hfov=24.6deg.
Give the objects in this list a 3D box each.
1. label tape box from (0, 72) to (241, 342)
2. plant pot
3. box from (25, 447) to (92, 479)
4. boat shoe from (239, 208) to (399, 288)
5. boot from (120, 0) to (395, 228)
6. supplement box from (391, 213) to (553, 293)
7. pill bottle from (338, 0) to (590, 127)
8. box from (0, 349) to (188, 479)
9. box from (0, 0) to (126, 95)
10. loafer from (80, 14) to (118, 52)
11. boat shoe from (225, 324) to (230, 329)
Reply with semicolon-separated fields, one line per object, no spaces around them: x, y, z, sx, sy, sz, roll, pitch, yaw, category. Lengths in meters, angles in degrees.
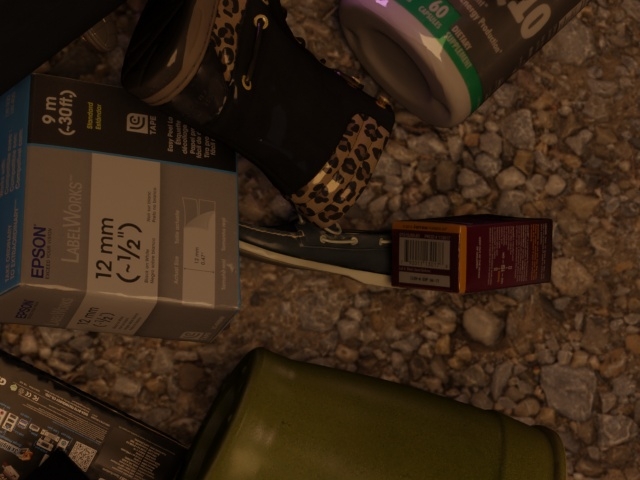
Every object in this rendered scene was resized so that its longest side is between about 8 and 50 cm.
-0.263;-0.039;1.559;0.348;0.115;0.249;8;64;-22;label tape box
0.028;0.296;1.640;0.353;0.366;0.366;28;84;-8;plant pot
-0.206;0.359;1.549;0.103;0.184;0.261;-43;109;-11;box
0.000;0.000;1.717;0.255;0.095;0.079;11;91;-22;boat shoe
-0.046;-0.216;1.613;0.284;0.138;0.377;41;41;-26;boot
0.181;0.014;1.743;0.188;0.104;0.080;-4;97;-47;supplement box
0.211;-0.319;1.714;0.361;0.204;0.204;-44;107;-12;pill bottle
-0.342;0.293;1.624;0.295;0.073;0.293;30;84;-21;box
-0.349;-0.429;1.295;0.297;0.480;0.472;-41;90;-11;box
-0.272;-0.263;1.633;0.125;0.039;0.045;59;42;-17;loafer
-0.202;0.051;1.659;0.224;0.080;0.073;13;84;-26;boat shoe
